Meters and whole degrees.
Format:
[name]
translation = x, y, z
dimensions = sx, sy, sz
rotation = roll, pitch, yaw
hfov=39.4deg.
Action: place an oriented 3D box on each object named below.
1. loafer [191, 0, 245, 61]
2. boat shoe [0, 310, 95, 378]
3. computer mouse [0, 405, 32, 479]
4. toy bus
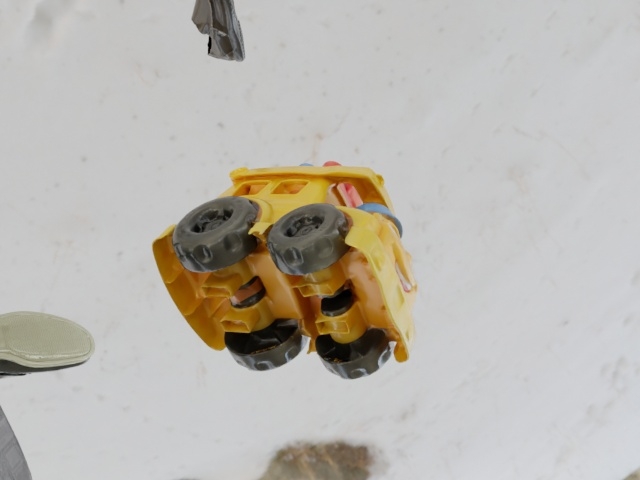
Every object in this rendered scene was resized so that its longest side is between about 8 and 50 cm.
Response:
[loafer]
translation = -0.183, -0.384, 1.517
dimensions = 0.078, 0.080, 0.220
rotation = -11, 141, 1
[boat shoe]
translation = -0.422, 0.147, 1.191
dimensions = 0.233, 0.084, 0.079
rotation = 0, 146, -23
[computer mouse]
translation = -0.319, 0.132, 0.740
dimensions = 0.072, 0.272, 0.188
rotation = -23, 179, -7
[toy bus]
translation = 0.000, 0.000, 0.793
dimensions = 0.211, 0.220, 0.149
rotation = -54, 133, -41
